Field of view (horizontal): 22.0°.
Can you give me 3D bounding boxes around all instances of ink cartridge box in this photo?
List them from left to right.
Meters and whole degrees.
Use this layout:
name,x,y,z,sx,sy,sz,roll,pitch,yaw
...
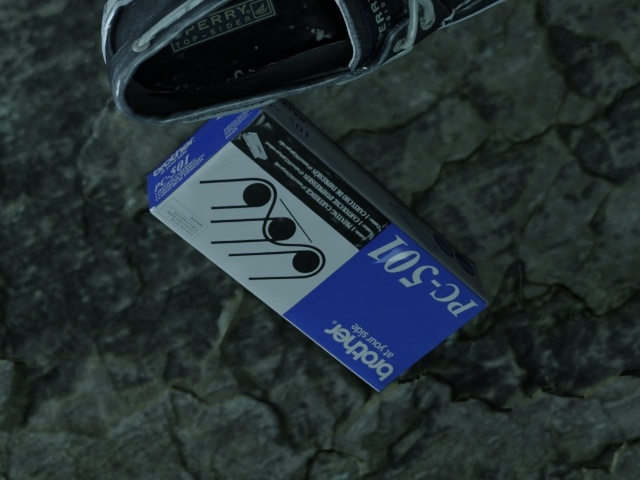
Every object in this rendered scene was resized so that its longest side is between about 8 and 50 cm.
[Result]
name,x,y,z,sx,sy,sz,roll,pitch,yaw
ink cartridge box,0.000,0.000,1.024,0.097,0.046,0.207,-40,120,18

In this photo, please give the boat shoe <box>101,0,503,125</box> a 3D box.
name,x,y,z,sx,sy,sz,roll,pitch,yaw
boat shoe,0.022,-0.140,0.903,0.301,0.102,0.108,-17,124,3
